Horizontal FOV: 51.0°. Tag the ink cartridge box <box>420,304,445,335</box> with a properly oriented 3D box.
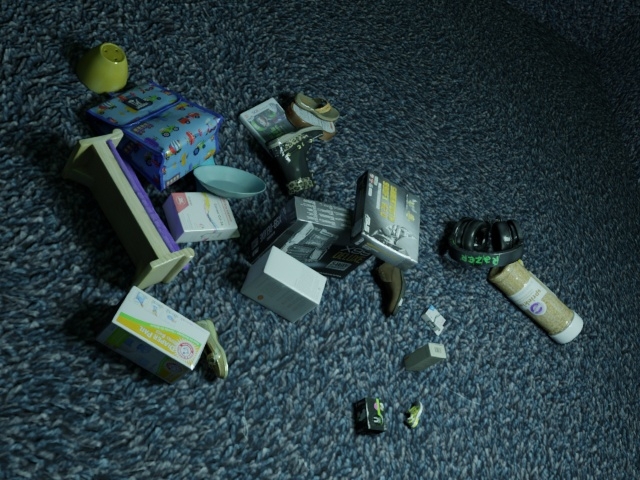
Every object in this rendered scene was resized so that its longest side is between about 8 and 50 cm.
[{"bbox_3d":[0.353,0.247,2.072,0.083,0.028,0.048,48,44,-2],"label":"ink cartridge box"}]

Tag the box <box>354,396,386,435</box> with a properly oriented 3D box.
[{"bbox_3d":[0.129,0.456,1.739,0.062,0.052,0.083,15,55,-31],"label":"box"}]

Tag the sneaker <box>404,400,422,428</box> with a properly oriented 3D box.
[{"bbox_3d":[0.254,0.471,1.841,0.035,0.031,0.083,36,46,-13],"label":"sneaker"}]

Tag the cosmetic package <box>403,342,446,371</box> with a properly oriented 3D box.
[{"bbox_3d":[0.295,0.333,1.907,0.060,0.115,0.041,14,53,-32],"label":"cosmetic package"}]

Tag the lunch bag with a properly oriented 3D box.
[{"bbox_3d":[-0.441,-0.301,1.753,0.293,0.138,0.221,35,50,15],"label":"lunch bag"}]

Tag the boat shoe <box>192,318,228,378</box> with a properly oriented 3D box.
[{"bbox_3d":[-0.259,0.256,1.570,0.048,0.056,0.153,-9,66,-31],"label":"boat shoe"}]

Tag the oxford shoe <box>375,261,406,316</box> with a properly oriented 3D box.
[{"bbox_3d":[0.208,0.124,2.020,0.096,0.082,0.227,10,55,-6],"label":"oxford shoe"}]

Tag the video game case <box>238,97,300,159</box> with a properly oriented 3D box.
[{"bbox_3d":[-0.140,-0.344,2.089,0.190,0.022,0.173,49,44,0],"label":"video game case"}]

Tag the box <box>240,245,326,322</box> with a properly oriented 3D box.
[{"bbox_3d":[-0.095,0.116,1.736,0.170,0.130,0.091,33,47,-17],"label":"box"}]

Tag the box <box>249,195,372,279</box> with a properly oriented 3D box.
[{"bbox_3d":[0.000,0.000,1.810,0.308,0.242,0.076,12,55,-33],"label":"box"}]

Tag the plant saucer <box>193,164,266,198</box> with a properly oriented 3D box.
[{"bbox_3d":[-0.242,-0.148,1.779,0.195,0.037,0.195,13,23,-5],"label":"plant saucer"}]

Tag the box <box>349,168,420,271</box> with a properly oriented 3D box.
[{"bbox_3d":[0.174,-0.055,1.770,0.183,0.056,0.231,27,48,-20],"label":"box"}]

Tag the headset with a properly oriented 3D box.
[{"bbox_3d":[0.575,0.015,2.289,0.394,0.244,0.185,-45,135,-56],"label":"headset"}]

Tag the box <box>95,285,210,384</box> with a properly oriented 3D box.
[{"bbox_3d":[-0.365,0.211,1.472,0.203,0.114,0.103,35,46,-16],"label":"box"}]

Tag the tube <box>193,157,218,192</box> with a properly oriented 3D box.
[{"bbox_3d":[-0.325,-0.226,1.850,0.080,0.052,0.207,-5,70,-32],"label":"tube"}]

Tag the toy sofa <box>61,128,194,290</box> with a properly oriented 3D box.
[{"bbox_3d":[-0.435,-0.075,1.585,0.177,0.150,0.362,-24,78,-44],"label":"toy sofa"}]

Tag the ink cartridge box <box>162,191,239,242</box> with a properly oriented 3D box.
[{"bbox_3d":[-0.295,-0.063,1.744,0.198,0.067,0.115,-5,65,-41],"label":"ink cartridge box"}]

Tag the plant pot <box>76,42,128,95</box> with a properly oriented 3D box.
[{"bbox_3d":[-0.568,-0.468,1.784,0.134,0.095,0.134,20,51,-26],"label":"plant pot"}]

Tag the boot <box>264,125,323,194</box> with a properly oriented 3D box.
[{"bbox_3d":[-0.054,-0.245,2.034,0.236,0.085,0.178,-27,98,-48],"label":"boot"}]

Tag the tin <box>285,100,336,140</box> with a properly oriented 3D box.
[{"bbox_3d":[-0.028,-0.389,2.182,0.190,0.040,0.106,19,48,-35],"label":"tin"}]

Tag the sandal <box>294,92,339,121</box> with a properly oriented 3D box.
[{"bbox_3d":[-0.004,-0.439,2.180,0.180,0.049,0.072,20,44,-35],"label":"sandal"}]

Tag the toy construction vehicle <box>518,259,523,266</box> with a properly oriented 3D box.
[{"bbox_3d":[0.702,0.086,2.457,0.098,0.035,0.085,28,37,-24],"label":"toy construction vehicle"}]

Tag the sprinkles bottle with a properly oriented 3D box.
[{"bbox_3d":[0.751,0.206,2.347,0.355,0.121,0.121,41,45,-7],"label":"sprinkles bottle"}]
